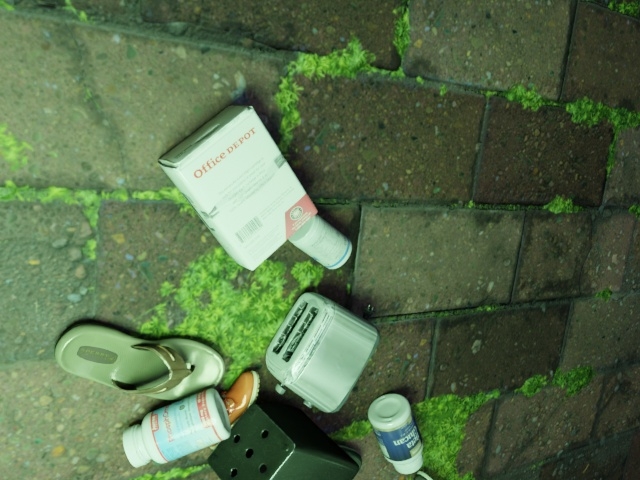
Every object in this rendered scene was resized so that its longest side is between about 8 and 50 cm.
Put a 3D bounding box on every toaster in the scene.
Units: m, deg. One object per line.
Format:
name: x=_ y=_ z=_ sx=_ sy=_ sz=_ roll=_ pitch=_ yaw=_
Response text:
toaster: x=0.005 y=0.197 z=1.085 sx=0.146 sy=0.129 sz=0.226 roll=36 pitch=84 yaw=-32

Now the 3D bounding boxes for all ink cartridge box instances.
ink cartridge box: x=-0.131 y=-0.087 z=0.943 sx=0.158 sy=0.092 sz=0.217 roll=-43 pitch=123 yaw=-17

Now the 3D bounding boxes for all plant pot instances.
plant pot: x=-0.080 y=0.393 z=1.017 sx=0.188 sy=0.187 sz=0.167 roll=-49 pitch=138 yaw=-10

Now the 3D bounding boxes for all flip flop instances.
flip flop: x=-0.278 y=0.201 z=0.929 sx=0.277 sy=0.080 sz=0.112 roll=24 pitch=89 yaw=-35

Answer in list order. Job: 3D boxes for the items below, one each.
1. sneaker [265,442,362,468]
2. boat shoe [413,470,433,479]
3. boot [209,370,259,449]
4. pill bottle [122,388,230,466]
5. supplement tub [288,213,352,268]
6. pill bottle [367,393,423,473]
sneaker: x=0.013 y=0.467 z=1.161 sx=0.228 sy=0.130 sz=0.087 roll=20 pitch=93 yaw=-37
boat shoe: x=0.258 y=0.650 z=1.395 sx=0.069 sy=0.081 sz=0.227 roll=-34 pitch=121 yaw=-26
boot: x=-0.174 y=0.295 z=1.038 sx=0.085 sy=0.059 sz=0.157 roll=36 pitch=83 yaw=-29
pill bottle: x=-0.237 y=0.313 z=0.961 sx=0.160 sy=0.087 sz=0.087 roll=-21 pitch=115 yaw=-4
supplement tub: x=0.000 y=0.000 z=1.064 sx=0.107 sy=0.071 sz=0.071 roll=36 pitch=82 yaw=-33
pill bottle: x=0.171 y=0.427 z=1.272 sx=0.094 sy=0.094 sz=0.169 roll=-33 pitch=118 yaw=-22
